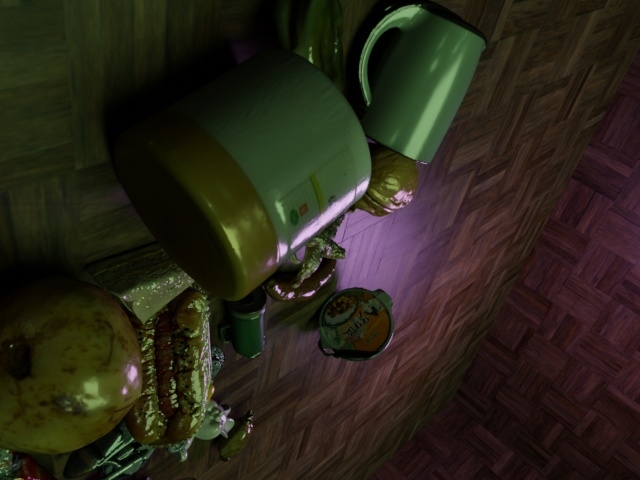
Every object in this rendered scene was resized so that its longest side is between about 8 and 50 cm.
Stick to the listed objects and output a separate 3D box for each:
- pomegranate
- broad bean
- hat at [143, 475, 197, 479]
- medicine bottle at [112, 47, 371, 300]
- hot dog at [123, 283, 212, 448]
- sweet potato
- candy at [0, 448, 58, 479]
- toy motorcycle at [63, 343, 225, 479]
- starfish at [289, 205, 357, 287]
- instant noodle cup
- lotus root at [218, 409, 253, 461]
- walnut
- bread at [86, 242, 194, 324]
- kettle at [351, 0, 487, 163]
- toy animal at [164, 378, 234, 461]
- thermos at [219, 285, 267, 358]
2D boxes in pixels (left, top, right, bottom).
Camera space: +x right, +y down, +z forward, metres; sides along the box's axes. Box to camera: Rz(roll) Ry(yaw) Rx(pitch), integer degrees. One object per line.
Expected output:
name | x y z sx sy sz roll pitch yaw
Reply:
pomegranate | -0.323 0.151 0.754 0.215 0.215 0.215 -38 150 -27
broad bean | -0.005 -0.243 0.838 0.207 0.072 0.153 74 34 -42
hat | -0.344 0.528 1.176 0.219 0.226 0.164 28 78 -61
medicine bottle | -0.093 -0.083 0.770 0.232 0.238 0.238 -39 150 -25
hot dog | -0.240 0.188 0.951 0.144 0.075 0.268 2 97 -11
sweet potato | -0.041 0.087 1.263 0.255 0.058 0.078 -16 115 -55
candy | -0.462 0.387 0.960 0.086 0.059 0.292 -38 149 -23
toy motorcycle | -0.298 0.292 1.065 0.307 0.108 0.173 -51 144 0
starfish | -0.006 -0.002 1.199 0.150 0.053 0.210 30 82 -35
instant noodle cup | 0.085 0.217 1.511 0.208 0.178 0.125 -24 162 -8
lotus root | -0.200 0.459 1.455 0.152 0.063 0.072 -58 172 12
walnut | 0.109 -0.118 1.154 0.180 0.144 0.144 10 114 -56
bread | -0.233 0.034 0.873 0.152 0.077 0.105 -44 153 -19
kettle | 0.147 -0.276 1.029 0.221 0.161 0.236 17 111 -29
toy animal | -0.243 0.361 1.267 0.181 0.131 0.127 -12 165 -42
thermos | -0.142 0.167 1.181 0.083 0.073 0.188 -37 150 -31
